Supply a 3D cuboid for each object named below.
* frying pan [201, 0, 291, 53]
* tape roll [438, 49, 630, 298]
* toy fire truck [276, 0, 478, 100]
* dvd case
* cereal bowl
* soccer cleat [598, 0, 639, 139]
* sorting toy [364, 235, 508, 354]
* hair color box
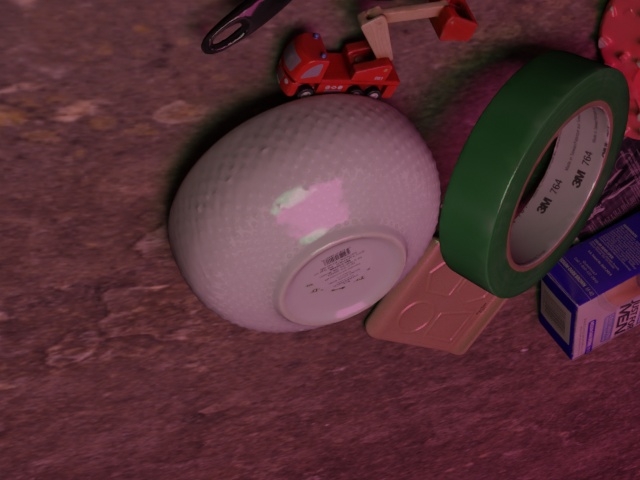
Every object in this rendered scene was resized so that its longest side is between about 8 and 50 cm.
[{"bbox_3d":[0.038,-0.293,0.809,0.197,0.053,0.326,23,115,-40],"label":"frying pan"},{"bbox_3d":[0.282,-0.081,1.023,0.321,0.077,0.321,-33,139,-34],"label":"tape roll"},{"bbox_3d":[0.059,-0.213,0.858,0.192,0.047,0.135,-4,150,-27],"label":"toy fire truck"},{"bbox_3d":[0.454,-0.085,1.236,0.221,0.018,0.164,-43,135,9],"label":"dvd case"},{"bbox_3d":[0.000,0.000,0.939,0.339,0.141,0.339,-17,143,-14],"label":"cereal bowl"},{"bbox_3d":[0.432,-0.246,1.059,0.095,0.083,0.248,-49,136,-26],"label":"soccer cleat"},{"bbox_3d":[0.193,0.088,1.230,0.208,0.038,0.193,18,117,-33],"label":"sorting toy"},{"bbox_3d":[0.538,0.047,1.319,0.339,0.110,0.185,-28,142,-7],"label":"hair color box"}]
